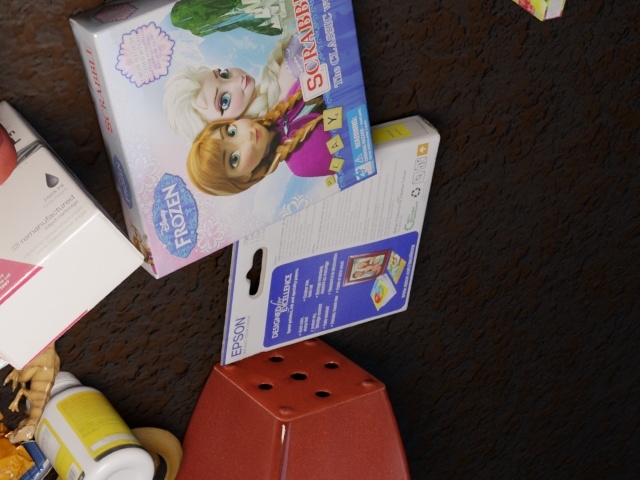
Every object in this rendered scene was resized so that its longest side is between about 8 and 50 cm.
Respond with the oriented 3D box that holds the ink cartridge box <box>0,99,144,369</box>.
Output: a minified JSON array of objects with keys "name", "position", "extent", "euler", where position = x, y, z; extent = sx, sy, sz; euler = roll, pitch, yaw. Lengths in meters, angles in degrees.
[{"name":"ink cartridge box","position":[-0.319,-0.011,1.455],"extent":[0.172,0.237,0.100],"euler":[-42,139,-4]}]

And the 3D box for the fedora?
[{"name":"fedora","position":[-0.282,0.304,1.893],"extent":[0.194,0.079,0.194],"euler":[-22,136,-24]}]

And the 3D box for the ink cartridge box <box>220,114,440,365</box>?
[{"name":"ink cartridge box","position":[0.000,0.000,1.889],"extent":[0.307,0.072,0.303],"euler":[-13,132,-27]}]

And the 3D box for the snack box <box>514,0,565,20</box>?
[{"name":"snack box","position":[0.252,-0.350,1.746],"extent":[0.037,0.141,0.100],"euler":[-16,133,-31]}]

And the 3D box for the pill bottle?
[{"name":"pill bottle","position":[-0.291,0.246,1.748],"extent":[0.103,0.184,0.103],"euler":[-24,137,-25]}]

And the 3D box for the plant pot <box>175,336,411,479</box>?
[{"name":"plant pot","position":[-0.034,0.289,1.981],"extent":[0.267,0.267,0.235],"euler":[-13,119,-34]}]

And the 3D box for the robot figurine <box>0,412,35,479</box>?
[{"name":"robot figurine","position":[-0.498,0.304,1.693],"extent":[0.291,0.085,0.211],"euler":[-34,140,-15]}]

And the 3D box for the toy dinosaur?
[{"name":"toy dinosaur","position":[-0.334,0.144,1.705],"extent":[0.064,0.112,0.211],"euler":[13,74,-25]}]

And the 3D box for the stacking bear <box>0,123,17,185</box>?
[{"name":"stacking bear","position":[-0.390,-0.183,1.304],"extent":[0.175,0.164,0.289],"euler":[-43,137,-40]}]

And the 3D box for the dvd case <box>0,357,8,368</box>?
[{"name":"dvd case","position":[-0.390,0.110,1.633],"extent":[0.119,0.013,0.087],"euler":[-32,97,-18]}]

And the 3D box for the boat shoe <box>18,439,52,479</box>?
[{"name":"boat shoe","position":[-0.410,0.325,1.817],"extent":[0.183,0.066,0.066],"euler":[-37,147,6]}]

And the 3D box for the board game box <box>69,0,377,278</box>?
[{"name":"board game box","position":[-0.097,-0.158,1.615],"extent":[0.318,0.066,0.318],"euler":[-27,126,-22]}]
